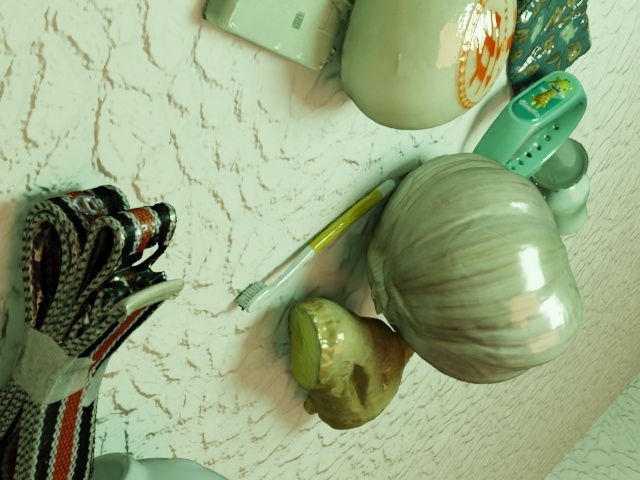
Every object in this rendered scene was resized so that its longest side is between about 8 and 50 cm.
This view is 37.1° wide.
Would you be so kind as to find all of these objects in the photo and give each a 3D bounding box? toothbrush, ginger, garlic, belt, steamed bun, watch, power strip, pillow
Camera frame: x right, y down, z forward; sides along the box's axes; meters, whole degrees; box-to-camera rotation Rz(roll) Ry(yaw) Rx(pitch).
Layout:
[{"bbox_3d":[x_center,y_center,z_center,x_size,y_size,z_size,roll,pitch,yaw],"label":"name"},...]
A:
[{"bbox_3d":[0.000,0.000,1.208,0.288,0.024,0.021,-40,150,-32],"label":"toothbrush"},{"bbox_3d":[0.034,0.168,1.315,0.190,0.126,0.354,-30,153,6],"label":"ginger"},{"bbox_3d":[0.192,0.039,1.263,0.259,0.317,0.317,-12,142,-2],"label":"garlic"},{"bbox_3d":[-0.234,0.114,0.868,0.094,0.126,0.359,-23,144,-60],"label":"belt"},{"bbox_3d":[0.130,-0.222,1.016,0.232,0.145,0.232,-52,159,-30],"label":"steamed bun"},{"bbox_3d":[0.311,-0.158,1.452,0.237,0.068,0.195,-37,159,-27],"label":"watch"},{"bbox_3d":[-0.035,-0.220,0.913,0.192,0.035,0.081,9,110,-59],"label":"power strip"},{"bbox_3d":[0.342,-0.309,1.415,0.189,0.034,0.255,-47,152,-14],"label":"pillow"}]

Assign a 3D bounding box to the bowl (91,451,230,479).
[{"bbox_3d":[-0.217,0.324,0.986,0.345,0.345,0.157,-38,109,-31],"label":"bowl"}]

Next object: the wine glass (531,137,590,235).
[{"bbox_3d":[0.427,-0.090,1.695,0.103,0.103,0.231,-53,155,-7],"label":"wine glass"}]
